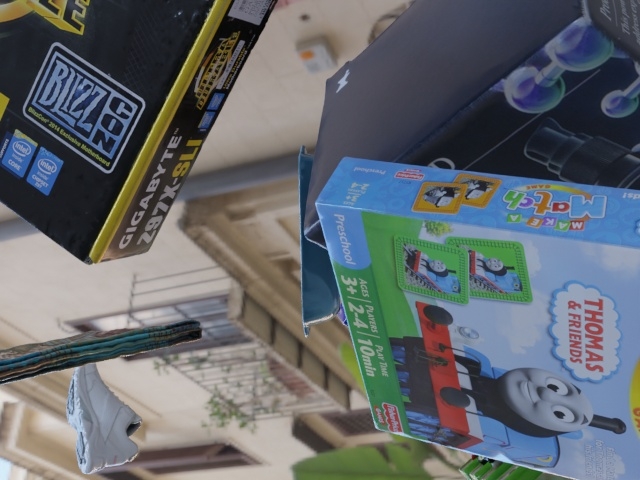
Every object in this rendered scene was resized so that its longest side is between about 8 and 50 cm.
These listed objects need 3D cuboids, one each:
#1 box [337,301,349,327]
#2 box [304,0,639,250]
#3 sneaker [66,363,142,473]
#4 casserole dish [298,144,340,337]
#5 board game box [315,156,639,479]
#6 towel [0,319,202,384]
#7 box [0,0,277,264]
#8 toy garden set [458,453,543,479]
[{"bbox_3d":[0.114,0.086,1.280,0.126,0.137,0.072,33,-177,-10],"label":"box"},{"bbox_3d":[0.235,-0.055,0.779,0.396,0.293,0.212,31,-135,-23],"label":"box"},{"bbox_3d":[-0.369,0.301,1.558,0.115,0.090,0.232,4,-140,-28],"label":"sneaker"},{"bbox_3d":[0.000,0.000,0.885,0.114,0.037,0.188,68,-160,-84],"label":"casserole dish"},{"bbox_3d":[0.113,0.046,0.397,0.039,0.212,0.160,-58,-35,-40],"label":"board game box"},{"bbox_3d":[-0.370,0.144,1.139,0.370,0.272,0.040,-7,-91,-50],"label":"towel"},{"bbox_3d":[-0.201,-0.175,0.617,0.257,0.322,0.079,-60,-15,17],"label":"box"},{"bbox_3d":[0.197,0.289,1.132,0.049,0.204,0.244,50,172,6],"label":"toy garden set"}]
